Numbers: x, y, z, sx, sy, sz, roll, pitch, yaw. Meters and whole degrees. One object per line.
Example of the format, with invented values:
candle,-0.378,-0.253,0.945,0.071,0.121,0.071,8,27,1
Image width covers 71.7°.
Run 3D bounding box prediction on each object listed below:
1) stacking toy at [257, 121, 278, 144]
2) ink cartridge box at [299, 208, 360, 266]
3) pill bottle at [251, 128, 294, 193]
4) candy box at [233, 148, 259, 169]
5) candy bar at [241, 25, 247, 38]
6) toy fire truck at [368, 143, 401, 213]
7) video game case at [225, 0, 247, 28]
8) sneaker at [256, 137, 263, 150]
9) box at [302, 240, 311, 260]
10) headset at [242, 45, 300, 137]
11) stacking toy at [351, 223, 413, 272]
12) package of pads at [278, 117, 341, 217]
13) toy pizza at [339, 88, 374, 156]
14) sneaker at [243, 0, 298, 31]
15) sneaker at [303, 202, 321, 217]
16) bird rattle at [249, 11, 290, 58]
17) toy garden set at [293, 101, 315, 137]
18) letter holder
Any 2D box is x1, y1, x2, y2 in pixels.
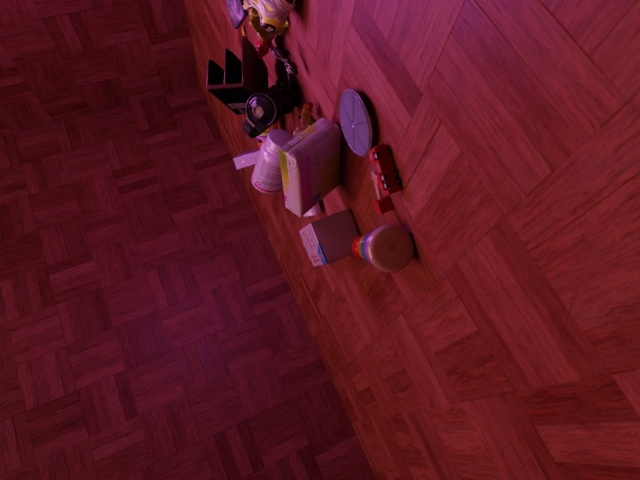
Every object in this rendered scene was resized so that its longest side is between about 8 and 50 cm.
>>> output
stacking toy,-0.261,-0.531,2.088,0.175,0.166,0.302,50,154,40
ink cartridge box,0.039,-0.006,1.758,0.233,0.168,0.171,156,92,-76
pill bottle,-0.215,-0.366,2.065,0.160,0.160,0.283,61,143,28
candy box,-0.395,-0.474,2.540,0.196,0.165,0.070,-83,-23,-72
candy bar,-0.363,-0.965,2.171,0.040,0.018,0.161,-131,24,-60
toy fire truck,0.179,-0.175,1.284,0.135,0.047,0.192,-179,69,-75
video game case,-0.409,-1.136,2.096,0.274,0.026,0.196,28,137,66
sneaker,-0.270,-0.469,2.302,0.180,0.125,0.321,71,165,-12
box,0.000,0.000,2.003,0.203,0.114,0.103,116,133,-69
headset,-0.195,-0.559,1.720,0.185,0.243,0.394,47,145,-5
stacking toy,0.179,0.020,1.430,0.330,0.141,0.141,-172,62,-80
package of pads,-0.028,-0.254,1.556,0.101,0.229,0.296,36,152,23
toy pizza,0.111,-0.351,1.318,0.201,0.032,0.201,160,90,-75
sneaker,-0.227,-0.854,1.487,0.147,0.145,0.384,-50,56,27
sneaker,-0.085,-0.187,2.068,0.292,0.108,0.169,-151,46,-66
bird rattle,-0.193,-0.821,1.670,0.253,0.143,0.207,-137,39,-85
toy garden set,-0.077,-0.367,1.626,0.204,0.049,0.244,93,-166,-56
letter holder,-0.324,-0.660,1.781,0.302,0.152,0.214,11,-101,-79
